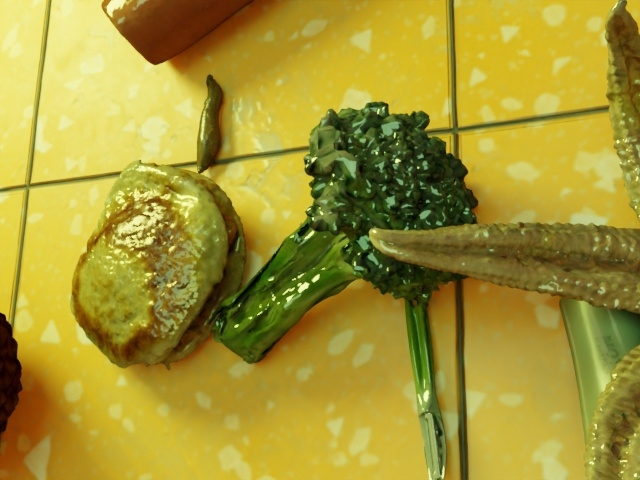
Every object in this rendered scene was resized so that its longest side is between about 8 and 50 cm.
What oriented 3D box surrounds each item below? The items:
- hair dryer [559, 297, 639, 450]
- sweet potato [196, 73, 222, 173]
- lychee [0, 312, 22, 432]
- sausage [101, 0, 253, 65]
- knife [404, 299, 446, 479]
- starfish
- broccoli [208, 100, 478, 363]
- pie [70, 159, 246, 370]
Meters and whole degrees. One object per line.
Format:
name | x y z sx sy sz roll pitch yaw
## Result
hair dryer | 0.187 0.172 0.666 0.298 0.119 0.296 -4 67 35
sweet potato | -0.116 -0.124 0.907 0.026 0.026 0.115 -1 72 22
lychee | -0.423 0.143 0.829 0.264 0.264 0.300 -10 96 19
sausage | -0.104 -0.293 0.903 0.259 0.113 0.114 -34 65 11
knife | 0.092 0.129 0.748 0.022 0.026 0.184 -10 68 13
starfish | 0.275 0.029 0.607 0.383 0.132 0.398 -22 72 -19
broccoli | 0.000 -0.019 0.771 0.274 0.177 0.199 -25 63 32
pie | -0.168 0.024 0.851 0.178 0.084 0.205 24 88 26
